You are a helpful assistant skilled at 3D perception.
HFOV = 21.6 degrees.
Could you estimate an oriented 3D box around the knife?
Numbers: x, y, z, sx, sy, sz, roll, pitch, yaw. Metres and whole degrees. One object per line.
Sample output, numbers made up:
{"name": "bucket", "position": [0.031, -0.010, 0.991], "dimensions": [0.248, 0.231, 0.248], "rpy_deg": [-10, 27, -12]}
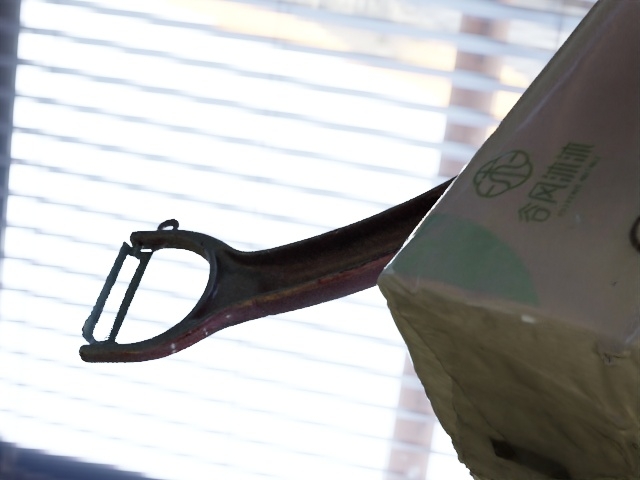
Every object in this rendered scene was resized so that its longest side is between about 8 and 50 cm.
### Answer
{"name": "knife", "position": [0.001, 0.001, 0.926], "dimensions": [0.278, 0.053, 0.123], "rpy_deg": [-16, -142, 26]}

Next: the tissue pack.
{"name": "tissue pack", "position": [0.241, -0.020, 0.794], "dimensions": [0.266, 0.194, 0.356], "rpy_deg": [17, -125, 38]}
